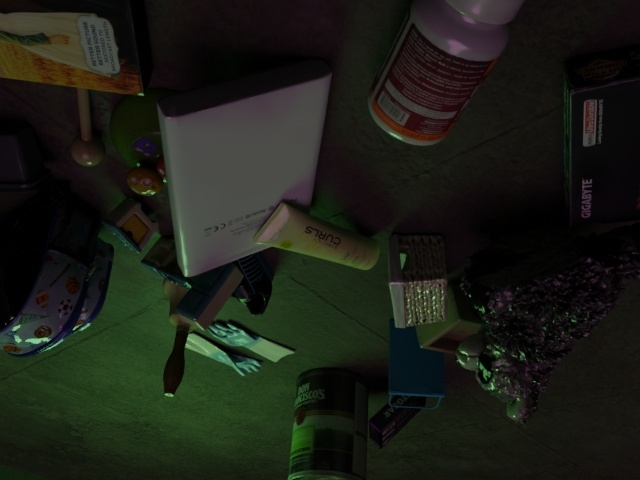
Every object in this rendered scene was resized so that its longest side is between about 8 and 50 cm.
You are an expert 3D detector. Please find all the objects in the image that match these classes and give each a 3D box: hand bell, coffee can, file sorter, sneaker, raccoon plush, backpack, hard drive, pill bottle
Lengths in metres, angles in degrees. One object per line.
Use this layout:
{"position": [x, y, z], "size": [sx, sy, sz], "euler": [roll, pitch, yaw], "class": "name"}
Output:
{"position": [-0.289, 0.204, 1.274], "size": [0.126, 0.242, 0.126], "euler": [4, 144, 3], "class": "hand bell"}
{"position": [0.025, 0.501, 1.607], "size": [0.201, 0.275, 0.202], "euler": [3, 143, 2], "class": "coffee can"}
{"position": [0.209, 0.278, 1.375], "size": [0.118, 0.170, 0.104], "euler": [2, 146, 4], "class": "file sorter"}
{"position": [-0.157, 0.057, 1.186], "size": [0.081, 0.091, 0.232], "euler": [-12, 140, 22], "class": "sneaker"}
{"position": [0.427, 0.153, 1.011], "size": [0.446, 0.216, 0.299], "euler": [-5, 115, 41], "class": "raccoon plush"}
{"position": [-0.517, 0.075, 1.112], "size": [0.276, 0.264, 0.213], "euler": [-23, 136, 31], "class": "backpack"}
{"position": [-0.112, -0.094, 0.925], "size": [0.233, 0.047, 0.353], "euler": [-21, 150, -21], "class": "hard drive"}
{"position": [0.148, -0.228, 0.741], "size": [0.121, 0.121, 0.221], "euler": [14, 143, -12], "class": "pill bottle"}

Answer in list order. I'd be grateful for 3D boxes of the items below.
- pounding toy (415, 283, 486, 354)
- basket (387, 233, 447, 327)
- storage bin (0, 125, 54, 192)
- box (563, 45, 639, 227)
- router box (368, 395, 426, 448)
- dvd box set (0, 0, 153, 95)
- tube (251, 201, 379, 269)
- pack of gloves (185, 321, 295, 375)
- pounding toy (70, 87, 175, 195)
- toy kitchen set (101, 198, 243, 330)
{"position": [0.330, 0.156, 1.268], "size": [0.206, 0.094, 0.181], "euler": [15, 138, -28], "class": "pounding toy"}
{"position": [0.183, 0.076, 1.154], "size": [0.103, 0.113, 0.167], "euler": [-4, 143, 9], "class": "basket"}
{"position": [-0.507, -0.134, 0.985], "size": [0.135, 0.098, 0.091], "euler": [2, 116, 5], "class": "storage bin"}
{"position": [0.494, -0.145, 0.856], "size": [0.293, 0.073, 0.296], "euler": [-8, 141, 15], "class": "box"}
{"position": [0.204, 0.449, 1.615], "size": [0.046, 0.179, 0.133], "euler": [40, 155, 29], "class": "router box"}
{"position": [-0.426, -0.329, 0.725], "size": [0.420, 0.062, 0.308], "euler": [8, 144, -3], "class": "dvd box set"}
{"position": [0.000, 0.000, 1.068], "size": [0.240, 0.070, 0.062], "euler": [19, 173, -39], "class": "tube"}
{"position": [-0.213, 0.282, 1.535], "size": [0.232, 0.046, 0.195], "euler": [30, 138, -30], "class": "pack of gloves"}
{"position": [-0.264, -0.130, 0.933], "size": [0.236, 0.110, 0.183], "euler": [14, 142, -12], "class": "pounding toy"}
{"position": [-0.275, 0.038, 1.081], "size": [0.207, 0.122, 0.166], "euler": [17, 153, 35], "class": "toy kitchen set"}
